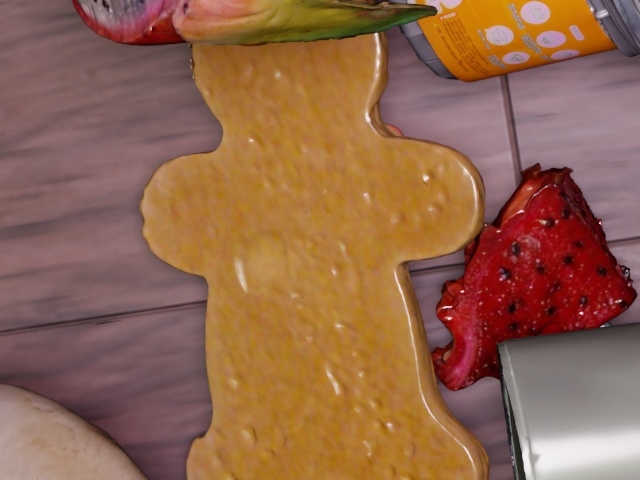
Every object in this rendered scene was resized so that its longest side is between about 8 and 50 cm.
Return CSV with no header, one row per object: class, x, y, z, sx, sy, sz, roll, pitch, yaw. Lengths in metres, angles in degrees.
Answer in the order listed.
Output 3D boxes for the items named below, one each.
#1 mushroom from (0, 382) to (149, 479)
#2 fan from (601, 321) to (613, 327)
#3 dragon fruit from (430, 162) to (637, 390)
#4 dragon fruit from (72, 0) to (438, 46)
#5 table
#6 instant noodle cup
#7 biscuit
mushroom,-0.170,0.177,0.887,0.226,0.178,0.226,17,122,29
fan,0.145,0.181,0.906,0.057,0.023,0.282,-1,92,7
dragon fruit,0.101,0.023,0.872,0.131,0.063,0.097,-38,71,15
dragon fruit,-0.033,-0.230,0.726,0.189,0.290,0.290,-13,93,-33
table,0.210,0.100,0.825,0.220,0.126,0.126,-9,93,2
instant noodle cup,0.102,-0.160,0.824,0.125,0.177,0.208,-17,109,24
biscuit,0.000,0.000,0.876,0.216,0.047,0.339,-7,95,28
